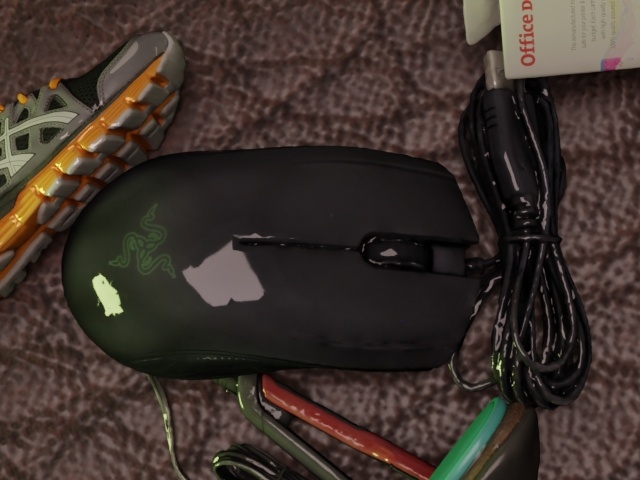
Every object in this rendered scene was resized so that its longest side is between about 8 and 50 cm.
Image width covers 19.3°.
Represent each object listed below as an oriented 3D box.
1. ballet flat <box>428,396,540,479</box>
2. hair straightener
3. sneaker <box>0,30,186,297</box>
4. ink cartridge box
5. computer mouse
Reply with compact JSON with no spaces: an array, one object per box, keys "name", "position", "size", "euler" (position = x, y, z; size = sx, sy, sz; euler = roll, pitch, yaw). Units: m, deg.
[{"name":"ballet flat","position":[0.040,0.192,0.917],"size":[0.096,0.095,0.280],"euler":[40,119,0]},{"name":"hair straightener","position":[0.003,0.134,0.979],"size":[0.230,0.047,0.089],"euler":[29,86,8]},{"name":"sneaker","position":[-0.161,-0.041,1.000],"size":[0.215,0.084,0.083],"euler":[-42,76,0]},{"name":"ink cartridge box","position":[0.142,-0.148,0.961],"size":[0.143,0.092,0.090],"euler":[-4,45,5]},{"name":"computer mouse","position":[0.000,0.000,0.965],"size":[0.272,0.072,0.189],"euler":[-5,78,-1]}]
